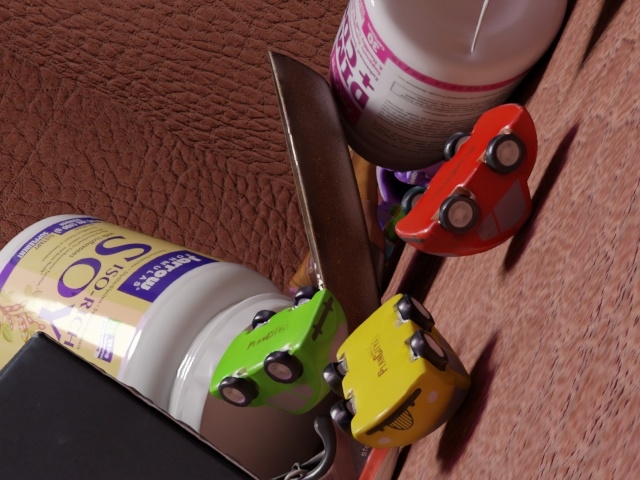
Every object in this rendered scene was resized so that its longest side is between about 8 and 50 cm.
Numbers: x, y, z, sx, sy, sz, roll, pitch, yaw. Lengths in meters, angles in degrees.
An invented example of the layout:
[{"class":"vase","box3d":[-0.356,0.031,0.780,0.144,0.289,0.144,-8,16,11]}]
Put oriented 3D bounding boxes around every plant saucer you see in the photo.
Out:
[{"class":"plant saucer","box3d":[0.009,-0.020,1.249,0.310,0.050,0.310,168,90,-88]}]

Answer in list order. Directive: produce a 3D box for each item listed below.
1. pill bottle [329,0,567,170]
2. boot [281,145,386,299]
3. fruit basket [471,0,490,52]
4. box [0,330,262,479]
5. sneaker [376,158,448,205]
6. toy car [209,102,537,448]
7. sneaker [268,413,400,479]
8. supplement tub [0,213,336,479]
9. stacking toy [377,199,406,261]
[{"class":"pill bottle","box3d":[0.094,-0.162,1.197,0.160,0.160,0.283,-64,0,-17]},{"class":"boot","box3d":[0.000,0.000,1.714,0.264,0.096,0.280,122,159,-47]},{"class":"fruit basket","box3d":[0.167,-0.338,0.857,0.327,0.166,0.353,117,168,-53]},{"class":"box","box3d":[-0.297,0.416,1.248,0.480,0.297,0.471,-53,-3,-32]},{"class":"sneaker","box3d":[0.112,-0.116,1.502,0.236,0.095,0.104,109,179,-55]},{"class":"toy car","box3d":[0.024,0.048,0.786,0.225,0.053,0.239,-30,25,44]},{"class":"sneaker","box3d":[-0.011,0.168,0.832,0.157,0.065,0.061,-64,1,11]},{"class":"supplement tub","box3d":[-0.172,0.120,1.438,0.241,0.331,0.241,-23,-59,-46]},{"class":"stacking toy","box3d":[0.074,-0.012,1.770,0.221,0.052,0.167,-66,2,-56]}]
